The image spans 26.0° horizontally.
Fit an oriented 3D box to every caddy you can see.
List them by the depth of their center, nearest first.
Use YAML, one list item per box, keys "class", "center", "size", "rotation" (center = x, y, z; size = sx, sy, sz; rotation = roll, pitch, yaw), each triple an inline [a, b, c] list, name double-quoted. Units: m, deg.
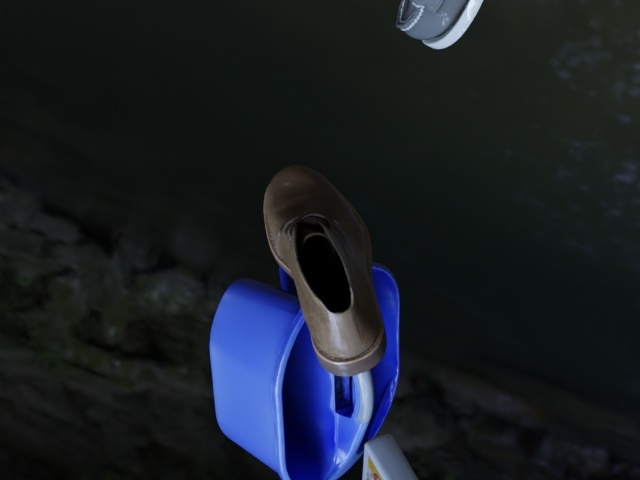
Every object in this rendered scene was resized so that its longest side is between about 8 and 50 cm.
- class: "caddy"
  center: [-0.001, 0.165, 1.794]
  size: [0.179, 0.241, 0.341]
  rotation: [27, 136, 33]

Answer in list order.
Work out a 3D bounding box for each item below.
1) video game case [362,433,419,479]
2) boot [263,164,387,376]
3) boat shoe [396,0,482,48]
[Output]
- class: "video game case"
  center: [0.088, 0.285, 1.010]
  size: [0.206, 0.026, 0.227]
  rotation: [91, 154, -48]
- class: "boot"
  center: [0.000, 0.000, 1.535]
  size: [0.115, 0.112, 0.305]
  rotation: [71, 178, -45]
- class: "boat shoe"
  center: [0.109, -0.259, 1.170]
  size: [0.091, 0.109, 0.305]
  rotation: [10, 160, -10]
